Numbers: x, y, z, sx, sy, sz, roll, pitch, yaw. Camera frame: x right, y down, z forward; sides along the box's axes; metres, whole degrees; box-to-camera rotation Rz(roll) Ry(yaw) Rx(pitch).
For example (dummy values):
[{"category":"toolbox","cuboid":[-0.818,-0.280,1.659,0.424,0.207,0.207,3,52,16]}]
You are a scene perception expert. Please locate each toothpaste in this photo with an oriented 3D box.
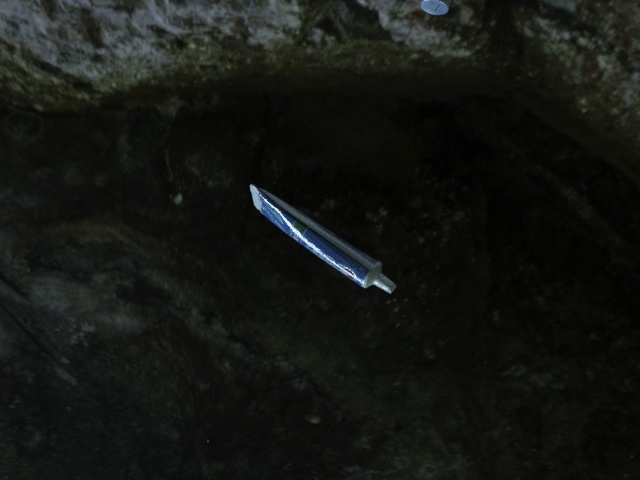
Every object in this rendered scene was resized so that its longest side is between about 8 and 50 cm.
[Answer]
[{"category":"toothpaste","cuboid":[0.000,0.000,0.799,0.197,0.057,0.034,34,-108,15]}]

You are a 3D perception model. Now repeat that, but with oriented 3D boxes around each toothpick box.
[{"category":"toothpick box","cuboid":[0.213,-0.451,1.282,0.052,0.052,0.083,16,-101,-4]}]
